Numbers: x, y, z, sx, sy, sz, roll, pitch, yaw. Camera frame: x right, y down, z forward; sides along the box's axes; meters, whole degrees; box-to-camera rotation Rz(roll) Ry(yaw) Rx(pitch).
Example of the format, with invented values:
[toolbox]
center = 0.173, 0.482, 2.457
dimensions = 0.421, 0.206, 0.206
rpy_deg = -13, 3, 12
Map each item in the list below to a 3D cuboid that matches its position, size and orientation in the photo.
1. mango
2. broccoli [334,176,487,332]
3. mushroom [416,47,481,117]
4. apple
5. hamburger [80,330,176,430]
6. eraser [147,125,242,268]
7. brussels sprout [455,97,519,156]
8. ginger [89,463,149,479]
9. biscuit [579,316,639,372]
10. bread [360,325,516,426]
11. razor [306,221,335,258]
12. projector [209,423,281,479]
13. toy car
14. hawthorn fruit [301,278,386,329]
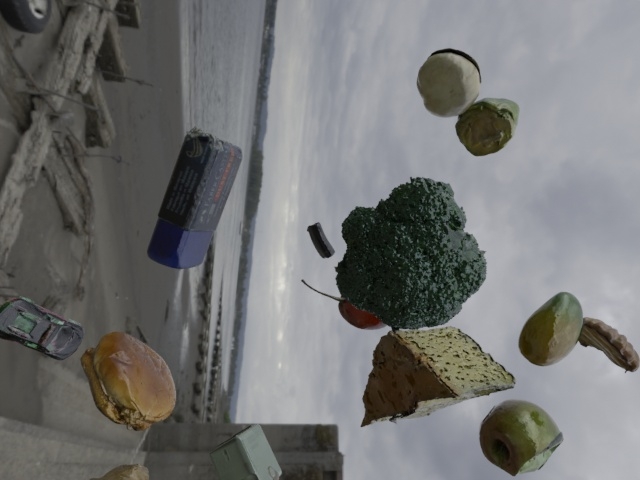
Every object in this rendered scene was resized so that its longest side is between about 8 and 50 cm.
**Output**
[mango]
center = 0.558, 0.213, 0.967
dimensions = 0.194, 0.130, 0.092
rpy_deg = -62, -169, -5
[broccoli]
center = 0.159, 0.009, 0.708
dimensions = 0.269, 0.254, 0.269
rpy_deg = 25, 90, -88
[mushroom]
center = 0.292, -0.361, 0.921
dimensions = 0.122, 0.154, 0.154
rpy_deg = -60, -179, -25
[apple]
center = 0.545, 0.535, 1.111
dimensions = 0.207, 0.189, 0.173
rpy_deg = -18, -111, 49
[hamburger]
center = -0.567, 0.422, 1.203
dimensions = 0.314, 0.170, 0.289
rpy_deg = 48, -8, 32
[eraser]
center = -0.302, -0.097, 0.971
dimensions = 0.155, 0.102, 0.331
rpy_deg = -9, 121, -78
[brussels sprout]
center = 0.448, -0.309, 1.068
dimensions = 0.152, 0.122, 0.149
rpy_deg = 34, -38, 26
[ginger]
center = -0.501, 0.638, 1.040
dimensions = 0.193, 0.123, 0.115
rpy_deg = -19, -84, 51
[biscuit]
center = 0.760, 0.262, 1.069
dimensions = 0.118, 0.061, 0.183
rpy_deg = 60, -1, -23
[bread]
center = 0.269, 0.388, 0.975
dimensions = 0.279, 0.249, 0.315
rpy_deg = 31, -62, 58
[razor]
center = 0.000, 0.000, 1.583
dimensions = 0.148, 0.054, 0.090
rpy_deg = 62, -23, -6
[projector]
center = -0.260, 0.812, 1.435
dimensions = 0.242, 0.163, 0.177
rpy_deg = 61, 11, 14
[toy car]
center = -0.457, 0.147, 0.657
dimensions = 0.055, 0.142, 0.069
rpy_deg = 5, -121, 42
[hawthorn fruit]
center = 0.081, 0.176, 1.193
dimensions = 0.165, 0.286, 0.165
rpy_deg = -170, -90, -78
